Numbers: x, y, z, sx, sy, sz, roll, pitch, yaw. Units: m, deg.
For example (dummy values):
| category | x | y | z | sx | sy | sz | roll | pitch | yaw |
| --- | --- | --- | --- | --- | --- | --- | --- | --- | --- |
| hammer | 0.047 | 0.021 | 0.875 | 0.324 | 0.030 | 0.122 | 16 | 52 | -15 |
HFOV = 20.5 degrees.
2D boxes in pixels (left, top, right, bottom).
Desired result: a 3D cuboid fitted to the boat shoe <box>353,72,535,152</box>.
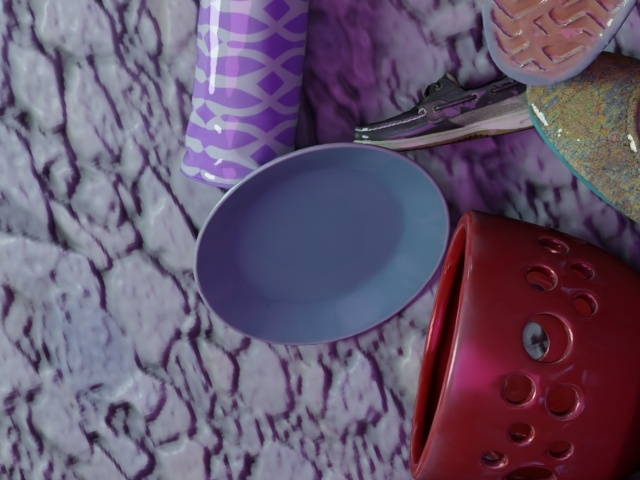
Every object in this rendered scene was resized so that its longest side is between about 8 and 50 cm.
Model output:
| category | x | y | z | sx | sy | sz | roll | pitch | yaw |
| --- | --- | --- | --- | --- | --- | --- | --- | --- | --- |
| boat shoe | 0.095 | -0.094 | 1.245 | 0.152 | 0.056 | 0.049 | -11 | 97 | 1 |

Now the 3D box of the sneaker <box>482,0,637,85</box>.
| category | x | y | z | sx | sy | sz | roll | pitch | yaw |
| --- | --- | --- | --- | --- | --- | --- | --- | --- | --- |
| sneaker | 0.182 | -0.251 | 1.153 | 0.108 | 0.121 | 0.302 | 17 | 107 | 7 |

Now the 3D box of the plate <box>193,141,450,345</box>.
| category | x | y | z | sx | sy | sz | roll | pitch | yaw |
| --- | --- | --- | --- | --- | --- | --- | --- | --- | --- |
| plate | 0.000 | 0.000 | 1.259 | 0.188 | 0.024 | 0.188 | -9 | 133 | -10 |

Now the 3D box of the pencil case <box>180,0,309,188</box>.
| category | x | y | z | sx | sy | sz | roll | pitch | yaw |
| --- | --- | --- | --- | --- | --- | --- | --- | --- | --- |
| pencil case | -0.055 | -0.138 | 1.239 | 0.088 | 0.086 | 0.206 | 16 | 107 | 40 |

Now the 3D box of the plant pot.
| category | x | y | z | sx | sy | sz | roll | pitch | yaw |
| --- | --- | --- | --- | --- | --- | --- | --- | --- | --- |
| plant pot | 0.162 | 0.086 | 1.213 | 0.174 | 0.191 | 0.191 | 10 | 106 | -3 |

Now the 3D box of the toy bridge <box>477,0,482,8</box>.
| category | x | y | z | sx | sy | sz | roll | pitch | yaw |
| --- | --- | --- | --- | --- | --- | --- | --- | --- | --- |
| toy bridge | 0.076 | -0.241 | 1.222 | 0.063 | 0.026 | 0.188 | -26 | 99 | 15 |

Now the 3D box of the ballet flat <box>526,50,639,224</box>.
| category | x | y | z | sx | sy | sz | roll | pitch | yaw |
| --- | --- | --- | --- | --- | --- | --- | --- | --- | --- |
| ballet flat | 0.298 | -0.028 | 1.188 | 0.348 | 0.123 | 0.123 | 40 | 106 | -6 |
